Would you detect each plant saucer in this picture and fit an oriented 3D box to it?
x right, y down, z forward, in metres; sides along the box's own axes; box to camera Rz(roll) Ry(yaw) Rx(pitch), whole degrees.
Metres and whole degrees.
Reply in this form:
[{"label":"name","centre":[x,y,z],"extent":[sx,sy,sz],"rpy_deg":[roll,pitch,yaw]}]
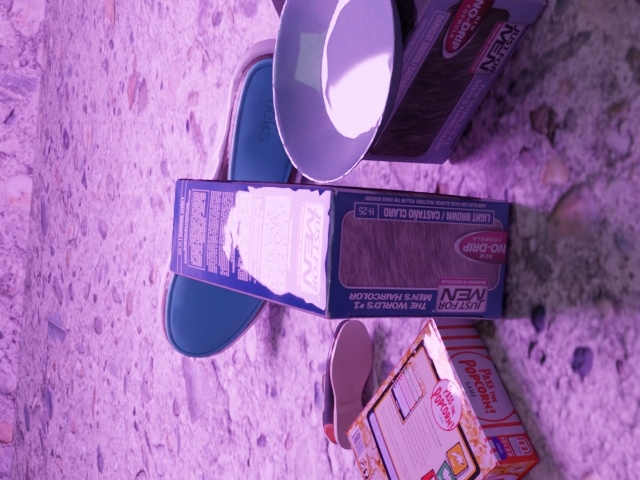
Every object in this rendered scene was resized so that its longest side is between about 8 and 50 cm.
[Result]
[{"label":"plant saucer","centre":[0.020,-0.143,0.815],"extent":[0.195,0.037,0.195],"rpy_deg":[1,91,60]}]

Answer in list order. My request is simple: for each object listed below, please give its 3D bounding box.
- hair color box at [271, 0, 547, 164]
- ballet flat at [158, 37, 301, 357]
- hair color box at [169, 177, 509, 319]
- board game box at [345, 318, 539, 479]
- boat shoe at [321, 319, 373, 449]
[{"label":"hair color box","centre":[0.042,-0.268,0.933],"extent":[0.185,0.113,0.375],"rpy_deg":[-61,40,41]},{"label":"ballet flat","centre":[-0.092,-0.050,1.189],"extent":[0.139,0.139,0.400],"rpy_deg":[49,127,51]},{"label":"hair color box","centre":[0.000,0.000,0.942],"extent":[0.347,0.173,0.105],"rpy_deg":[10,97,61]},{"label":"board game box","centre":[0.098,0.181,0.891],"extent":[0.193,0.045,0.147],"rpy_deg":[-60,40,42]},{"label":"boat shoe","centre":[0.023,0.144,1.033],"extent":[0.043,0.049,0.137],"rpy_deg":[-157,66,-62]}]
